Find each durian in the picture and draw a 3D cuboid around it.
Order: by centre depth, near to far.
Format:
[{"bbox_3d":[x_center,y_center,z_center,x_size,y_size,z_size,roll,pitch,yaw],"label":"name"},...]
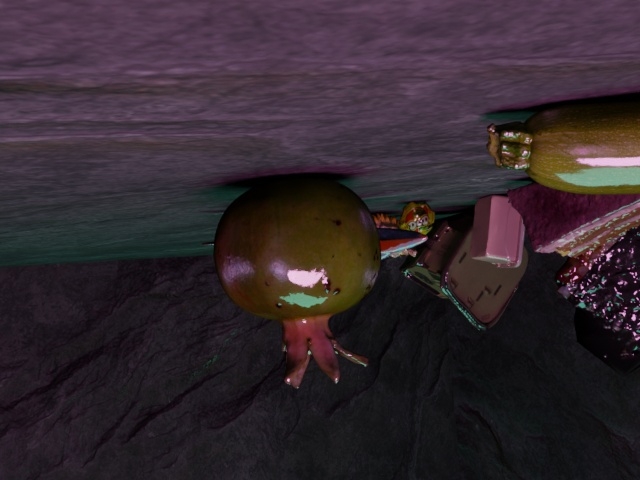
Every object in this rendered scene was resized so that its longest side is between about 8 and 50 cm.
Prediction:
[{"bbox_3d":[0.088,-0.018,1.423,0.140,0.078,0.224,8,174,32],"label":"durian"}]

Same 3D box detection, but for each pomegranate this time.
[{"bbox_3d":[-0.020,0.042,0.815,0.182,0.224,0.181,-6,169,-1],"label":"pomegranate"}]

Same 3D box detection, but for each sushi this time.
[{"bbox_3d":[0.465,0.024,1.123,0.215,0.212,0.227,-45,168,-44],"label":"sushi"}]

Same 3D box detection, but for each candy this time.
[{"bbox_3d":[0.157,-0.043,1.320,0.062,0.058,0.194,-36,-174,4],"label":"candy"}]

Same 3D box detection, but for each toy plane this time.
[{"bbox_3d":[-0.001,-0.007,1.116,0.326,0.104,0.223,-10,176,28],"label":"toy plane"}]

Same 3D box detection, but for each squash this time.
[{"bbox_3d":[0.243,-0.068,0.512,0.258,0.069,0.069,-5,178,17],"label":"squash"}]

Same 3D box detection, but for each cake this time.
[{"bbox_3d":[0.374,-0.047,0.948,0.116,0.112,0.295,-5,173,-37],"label":"cake"}]

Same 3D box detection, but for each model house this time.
[{"bbox_3d":[0.250,0.028,1.589,0.279,0.205,0.218,20,160,49],"label":"model house"}]

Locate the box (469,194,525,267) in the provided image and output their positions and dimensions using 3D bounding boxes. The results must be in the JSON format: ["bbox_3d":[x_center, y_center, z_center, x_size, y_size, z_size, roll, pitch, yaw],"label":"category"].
[{"bbox_3d":[0.292,-0.018,1.263,0.062,0.122,0.089,9,175,-11],"label":"box"}]
